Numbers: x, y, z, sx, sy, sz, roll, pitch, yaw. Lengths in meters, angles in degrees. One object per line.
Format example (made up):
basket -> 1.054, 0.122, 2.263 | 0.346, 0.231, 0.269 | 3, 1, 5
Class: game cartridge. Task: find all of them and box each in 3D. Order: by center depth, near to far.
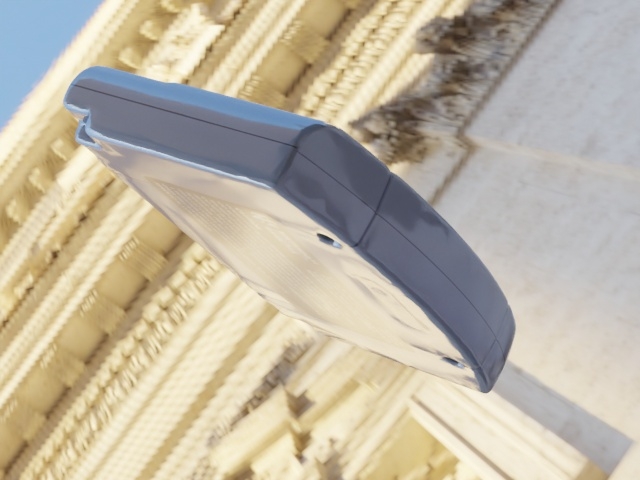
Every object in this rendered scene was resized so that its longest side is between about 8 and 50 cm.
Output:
game cartridge -> 0.000, 0.000, 0.923 | 0.297, 0.198, 0.062 | 44, -115, -52
